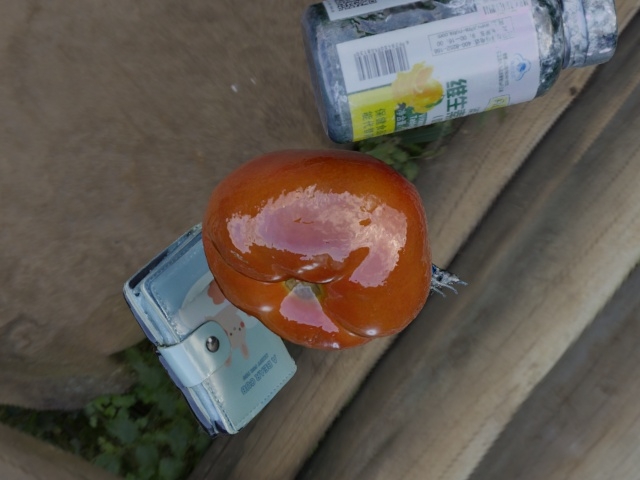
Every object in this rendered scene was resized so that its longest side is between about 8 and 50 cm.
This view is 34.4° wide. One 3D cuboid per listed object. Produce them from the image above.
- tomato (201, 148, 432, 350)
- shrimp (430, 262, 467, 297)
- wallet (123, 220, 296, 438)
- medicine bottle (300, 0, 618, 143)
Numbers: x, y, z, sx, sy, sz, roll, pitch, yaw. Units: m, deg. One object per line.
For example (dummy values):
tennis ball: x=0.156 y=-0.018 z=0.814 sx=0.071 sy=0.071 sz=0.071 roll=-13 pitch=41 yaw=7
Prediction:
tomato: x=0.001 y=0.003 z=1.128 sx=0.260 sy=0.259 sz=0.180 roll=25 pitch=51 yaw=-2
shrimp: x=0.117 y=0.046 z=1.396 sx=0.174 sy=0.082 sz=0.076 roll=-2 pitch=116 yaw=-28
wallet: x=-0.141 y=0.120 z=1.373 sx=0.075 sy=0.176 sz=0.250 roll=-11 pitch=114 yaw=42
medicine bottle: x=0.135 y=-0.193 z=1.017 sx=0.293 sy=0.141 sz=0.141 roll=-14 pitch=94 yaw=-2
